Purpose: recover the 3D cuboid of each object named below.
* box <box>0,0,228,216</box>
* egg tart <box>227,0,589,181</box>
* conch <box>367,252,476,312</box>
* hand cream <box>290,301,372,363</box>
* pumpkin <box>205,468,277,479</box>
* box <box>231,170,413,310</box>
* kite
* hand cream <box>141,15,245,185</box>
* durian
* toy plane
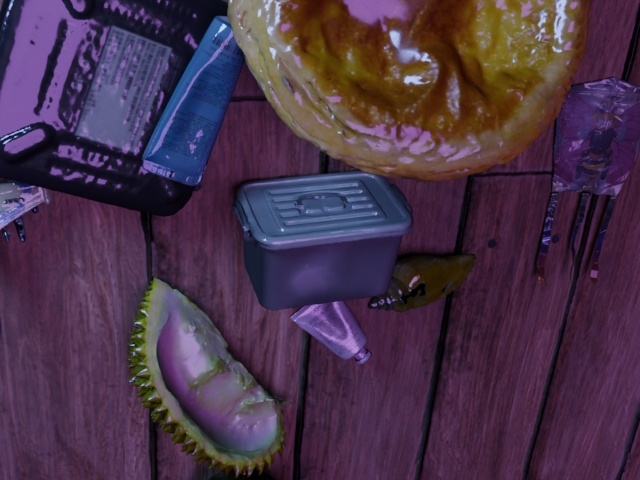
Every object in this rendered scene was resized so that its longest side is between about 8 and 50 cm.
[{"bbox_3d":[-0.250,-0.188,0.925,0.289,0.073,0.290,16,103,-34],"label":"box"},{"bbox_3d":[0.104,-0.284,0.931,0.443,0.178,0.443,0,93,-10],"label":"egg tart"},{"bbox_3d":[0.156,0.070,1.232,0.201,0.079,0.095,-5,136,-28],"label":"conch"},{"bbox_3d":[0.028,0.144,1.239,0.084,0.053,0.142,-42,107,2],"label":"hand cream"},{"bbox_3d":[-0.139,0.490,1.283,0.224,0.157,0.223,-4,100,-23],"label":"pumpkin"},{"bbox_3d":[0.000,0.000,1.092,0.243,0.163,0.135,-8,127,-18],"label":"box"},{"bbox_3d":[0.445,-0.094,1.283,0.204,0.022,0.360,1,111,-21],"label":"kite"},{"bbox_3d":[-0.140,-0.174,0.929,0.083,0.048,0.224,18,108,-33],"label":"hand cream"},{"bbox_3d":[-0.169,0.227,1.145,0.169,0.158,0.352,-44,119,-9],"label":"durian"},{"bbox_3d":[-0.429,-0.002,0.959,0.192,0.088,0.262,-10,104,-13],"label":"toy plane"}]
